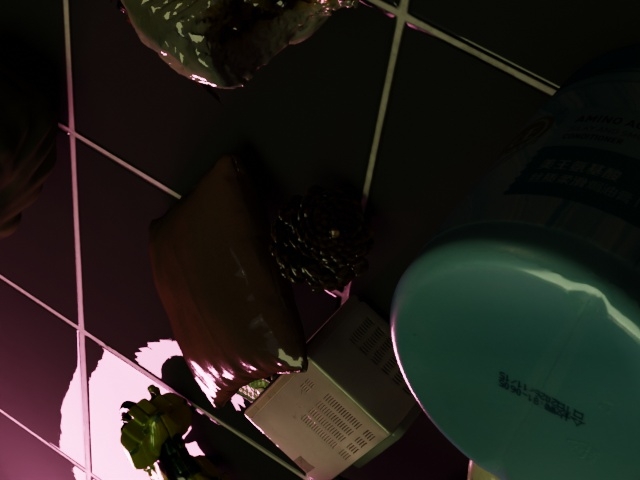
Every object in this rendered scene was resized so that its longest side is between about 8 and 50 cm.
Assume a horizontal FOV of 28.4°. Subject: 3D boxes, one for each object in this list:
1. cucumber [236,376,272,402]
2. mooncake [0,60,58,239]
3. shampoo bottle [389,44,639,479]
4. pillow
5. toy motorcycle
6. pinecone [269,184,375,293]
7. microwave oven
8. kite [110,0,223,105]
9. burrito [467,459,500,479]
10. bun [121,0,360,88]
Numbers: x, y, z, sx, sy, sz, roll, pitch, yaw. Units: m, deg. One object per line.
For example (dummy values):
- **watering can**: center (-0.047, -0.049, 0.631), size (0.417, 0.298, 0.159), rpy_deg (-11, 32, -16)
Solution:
- **cucumber**: center (-0.076, 0.234, 1.987), size (0.220, 0.046, 0.070), rpy_deg (23, 137, 24)
- **mooncake**: center (-0.533, -0.101, 1.850), size (0.187, 0.351, 0.351), rpy_deg (33, 142, 9)
- **shampoo bottle**: center (0.284, 0.039, 1.203), size (0.331, 0.343, 0.331), rpy_deg (26, 141, 23)
- **pillow**: center (-0.139, 0.068, 1.758), size (0.308, 0.108, 0.305), rpy_deg (-32, 75, 58)
- **toy motorcycle**: center (-0.243, 0.422, 2.248), size (0.206, 0.142, 0.342), rpy_deg (4, 130, 40)
- **pinecone**: center (-0.001, 0.000, 1.612), size (0.140, 0.140, 0.121), rpy_deg (46, 143, -3)
- **microwave oven**: center (0.033, 0.219, 1.784), size (0.194, 0.145, 0.240), rpy_deg (40, 143, 0)
- **kite**: center (-0.190, -0.248, 1.436), size (0.241, 0.014, 0.183), rpy_deg (50, -169, 22)
- **burrito**: center (0.271, 0.260, 1.635), size (0.143, 0.105, 0.299), rpy_deg (21, 138, 14)
- **bun**: center (-0.079, -0.297, 1.329), size (0.281, 0.281, 0.205), rpy_deg (28, -175, 20)
